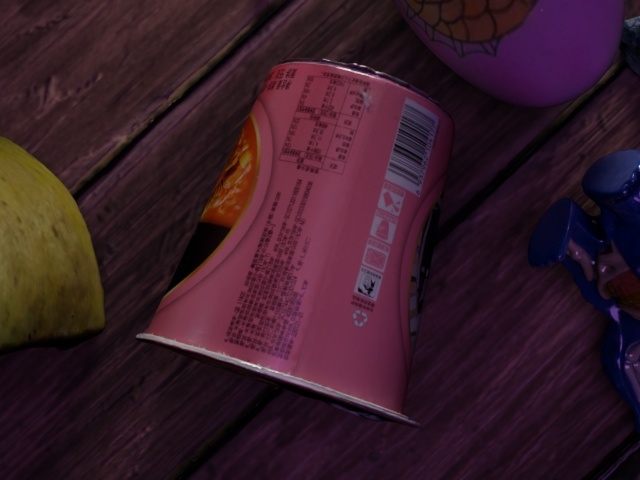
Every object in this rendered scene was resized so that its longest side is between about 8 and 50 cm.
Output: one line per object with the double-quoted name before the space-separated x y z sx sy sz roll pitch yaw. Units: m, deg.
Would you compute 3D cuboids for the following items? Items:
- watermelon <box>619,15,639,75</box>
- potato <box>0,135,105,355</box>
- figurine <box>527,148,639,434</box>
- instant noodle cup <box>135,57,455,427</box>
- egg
"watermelon" 0.304 -0.179 0.974 0.061 0.085 0.085 -36 88 -40
"potato" -0.369 0.003 0.861 0.330 0.280 0.213 -6 91 2
"figurine" 0.297 0.038 0.935 0.164 0.121 0.262 -27 112 25
"instant noodle cup" 0.000 0.000 0.897 0.243 0.244 0.255 17 81 1
"egg" 0.148 -0.240 0.900 0.196 0.196 0.271 -41 93 0
